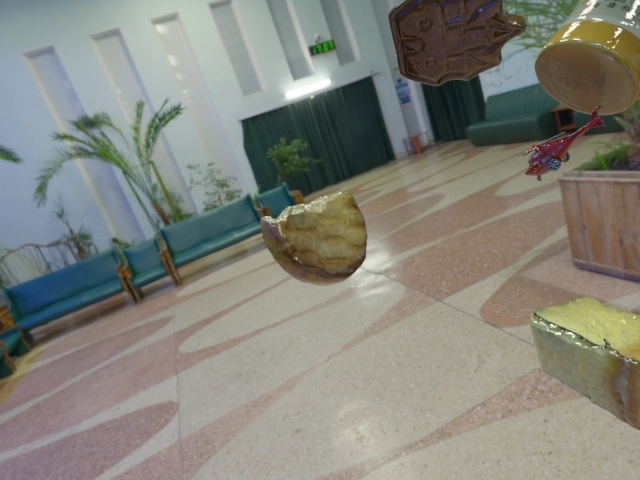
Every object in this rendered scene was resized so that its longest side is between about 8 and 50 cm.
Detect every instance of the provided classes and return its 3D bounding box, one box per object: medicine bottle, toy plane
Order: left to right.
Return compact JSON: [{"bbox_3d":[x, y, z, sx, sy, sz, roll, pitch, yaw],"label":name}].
[{"bbox_3d":[0.524,-0.207,0.881,0.194,0.077,0.126,-41,-9,35],"label":"toy plane"},{"bbox_3d":[0.671,-0.454,0.940,0.231,0.238,0.238,-53,17,0],"label":"medicine bottle"}]

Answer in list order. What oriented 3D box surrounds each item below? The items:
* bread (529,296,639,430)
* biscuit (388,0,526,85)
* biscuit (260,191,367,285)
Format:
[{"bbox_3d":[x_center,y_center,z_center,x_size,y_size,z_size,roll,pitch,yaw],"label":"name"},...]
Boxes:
[{"bbox_3d":[0.422,0.175,0.533,0.178,0.141,0.266,15,7,-35],"label":"bread"},{"bbox_3d":[0.232,-0.349,0.697,0.216,0.182,0.034,3,57,26],"label":"biscuit"},{"bbox_3d":[-0.001,0.001,0.934,0.274,0.213,0.091,-15,-9,-44],"label":"biscuit"}]
